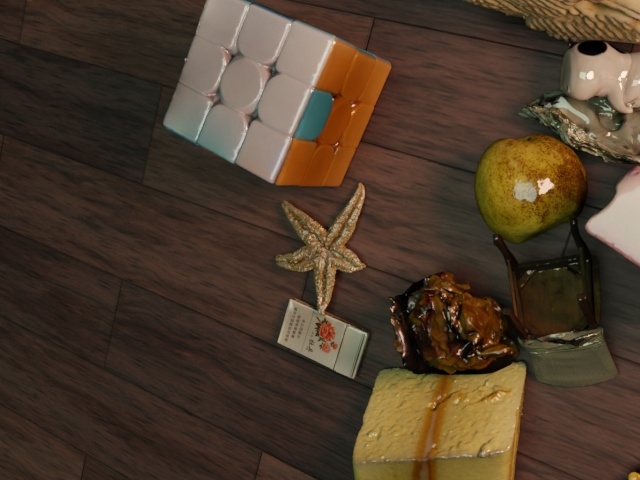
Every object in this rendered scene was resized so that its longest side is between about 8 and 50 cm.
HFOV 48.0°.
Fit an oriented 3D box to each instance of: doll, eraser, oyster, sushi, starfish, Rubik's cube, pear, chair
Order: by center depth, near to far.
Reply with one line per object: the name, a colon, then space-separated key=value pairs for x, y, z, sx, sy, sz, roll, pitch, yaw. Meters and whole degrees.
eraser: x=0.563 y=-0.002 z=1.093 sx=0.272 sy=0.359 sz=0.122 roll=40 pitch=111 yaw=19
doll: x=0.496 y=-0.276 z=1.217 sx=0.181 sy=0.110 sz=0.106 roll=14 pitch=107 yaw=1
oyster: x=0.481 y=-0.194 z=1.252 sx=0.252 sy=0.087 sz=0.199 roll=-1 pitch=50 yaw=11
chair: x=0.420 y=0.119 z=1.271 sx=0.160 sy=0.319 sz=0.186 roll=-13 pitch=56 yaw=24
pear: x=0.367 y=-0.100 z=1.280 sx=0.197 sy=0.197 sz=0.197 roll=2 pitch=95 yaw=26
sushi: x=0.248 y=0.164 z=1.354 sx=0.204 sy=0.200 sz=0.213 roll=-24 pitch=82 yaw=22
Rubik's cube: x=-0.080 y=-0.290 z=1.428 sx=0.290 sy=0.292 sz=0.291 roll=30 pitch=106 yaw=22
starfish: x=-0.003 y=0.000 z=1.549 sx=0.231 sy=0.048 sz=0.295 roll=24 pitch=102 yaw=23

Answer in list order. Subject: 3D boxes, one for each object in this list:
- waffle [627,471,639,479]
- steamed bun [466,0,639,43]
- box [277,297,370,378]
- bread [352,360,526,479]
waffle: x=0.644 y=0.532 z=1.261 sx=0.283 sy=0.065 sz=0.309 roll=22 pitch=107 yaw=26
steamed bun: x=0.422 y=-0.464 z=1.143 sx=0.394 sy=0.346 sz=0.237 roll=16 pitch=95 yaw=6
box: x=0.005 y=0.211 z=1.571 sx=0.198 sy=0.029 sz=0.109 roll=22 pitch=103 yaw=24
bread: x=0.246 y=0.461 z=1.474 sx=0.346 sy=0.242 sz=0.405 roll=1 pitch=127 yaw=23
